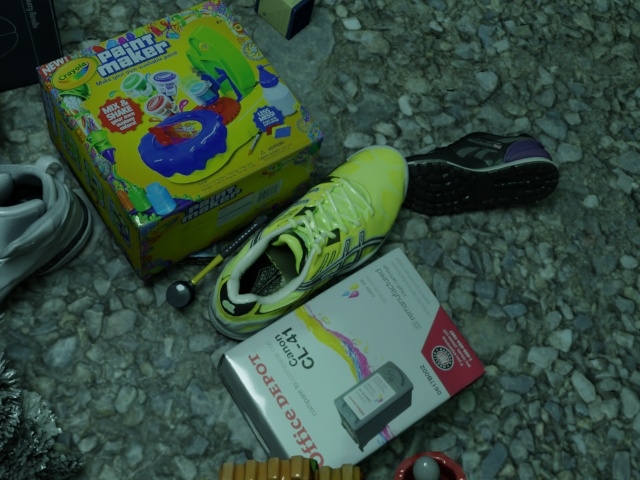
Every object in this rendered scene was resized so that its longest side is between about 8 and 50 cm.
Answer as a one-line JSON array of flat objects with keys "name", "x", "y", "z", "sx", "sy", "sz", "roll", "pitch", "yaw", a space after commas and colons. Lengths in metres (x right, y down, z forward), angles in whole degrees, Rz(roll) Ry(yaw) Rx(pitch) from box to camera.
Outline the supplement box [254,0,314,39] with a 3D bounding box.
[{"name": "supplement box", "x": -0.061, "y": -0.408, "z": 1.358, "sx": 0.083, "sy": 0.083, "sz": 0.056, "roll": 42, "pitch": 66, "yaw": 8}]

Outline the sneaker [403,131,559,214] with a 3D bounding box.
[{"name": "sneaker", "x": 0.239, "y": -0.121, "z": 1.317, "sx": 0.283, "sy": 0.107, "sz": 0.124, "roll": -1, "pitch": 41, "yaw": -5}]

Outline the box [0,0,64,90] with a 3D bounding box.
[{"name": "box", "x": -0.592, "y": -0.348, "z": 1.116, "sx": 0.395, "sy": 0.293, "sz": 0.212, "roll": -17, "pitch": 74, "yaw": -17}]

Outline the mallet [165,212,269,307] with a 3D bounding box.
[{"name": "mallet", "x": -0.149, "y": 0.029, "z": 1.145, "sx": 0.189, "sy": 0.062, "sz": 0.039, "roll": -42, "pitch": 91, "yaw": 6}]

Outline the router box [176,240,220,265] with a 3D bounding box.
[{"name": "router box", "x": -0.199, "y": -0.024, "z": 1.207, "sx": 0.092, "sy": 0.038, "sz": 0.123, "roll": 1, "pitch": 69, "yaw": -12}]

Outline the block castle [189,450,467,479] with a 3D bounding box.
[{"name": "block castle", "x": -0.044, "y": 0.402, "z": 0.872, "sx": 0.452, "sy": 0.213, "sz": 0.303, "roll": -9, "pitch": 42, "yaw": 7}]

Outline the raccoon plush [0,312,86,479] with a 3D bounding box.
[{"name": "raccoon plush", "x": -0.427, "y": 0.261, "z": 0.855, "sx": 0.216, "sy": 0.446, "sz": 0.299, "roll": -24, "pitch": 109, "yaw": 9}]

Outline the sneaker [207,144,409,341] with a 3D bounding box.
[{"name": "sneaker", "x": 0.000, "y": 0.000, "z": 1.159, "sx": 0.145, "sy": 0.147, "sz": 0.385, "roll": 43, "pitch": 75, "yaw": 3}]

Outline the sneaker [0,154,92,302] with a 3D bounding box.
[{"name": "sneaker", "x": -0.464, "y": 0.029, "z": 1.041, "sx": 0.137, "sy": 0.210, "sz": 0.366, "roll": 43, "pitch": 68, "yaw": 7}]

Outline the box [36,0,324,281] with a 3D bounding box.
[{"name": "box", "x": -0.201, "y": -0.149, "z": 1.141, "sx": 0.289, "sy": 0.177, "sz": 0.279, "roll": -30, "pitch": 73, "yaw": -23}]

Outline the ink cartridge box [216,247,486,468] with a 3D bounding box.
[{"name": "ink cartridge box", "x": 0.042, "y": 0.185, "z": 1.126, "sx": 0.306, "sy": 0.131, "sz": 0.226, "roll": -30, "pitch": 78, "yaw": -21}]
